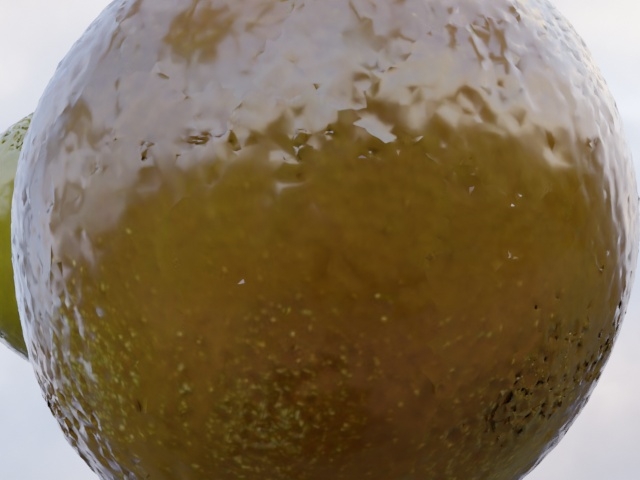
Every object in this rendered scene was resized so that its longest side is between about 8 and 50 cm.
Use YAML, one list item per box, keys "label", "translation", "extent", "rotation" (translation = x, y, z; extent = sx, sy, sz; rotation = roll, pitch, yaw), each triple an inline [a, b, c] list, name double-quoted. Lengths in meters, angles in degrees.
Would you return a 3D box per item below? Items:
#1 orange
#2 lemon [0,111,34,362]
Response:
- label: "orange"
  translation: [0.000, 0.000, 0.751]
  extent: [0.274, 0.274, 0.274]
  rotation: [-12, -34, -8]
- label: "lemon"
  translation: [-0.129, 0.000, 1.065]
  extent: [0.206, 0.173, 0.173]
  rotation: [15, -41, -10]
